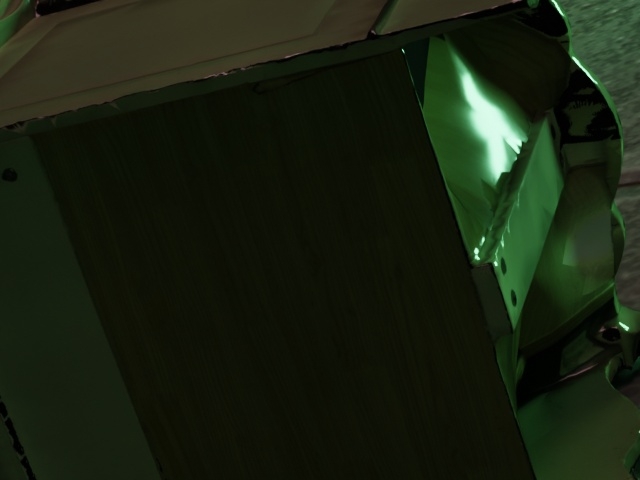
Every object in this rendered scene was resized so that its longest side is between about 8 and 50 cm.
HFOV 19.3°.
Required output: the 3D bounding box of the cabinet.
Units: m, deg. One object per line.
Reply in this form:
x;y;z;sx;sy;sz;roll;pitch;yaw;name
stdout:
0.000;0.000;0.915;0.318;0.290;0.227;-12;22;19;cabinet
